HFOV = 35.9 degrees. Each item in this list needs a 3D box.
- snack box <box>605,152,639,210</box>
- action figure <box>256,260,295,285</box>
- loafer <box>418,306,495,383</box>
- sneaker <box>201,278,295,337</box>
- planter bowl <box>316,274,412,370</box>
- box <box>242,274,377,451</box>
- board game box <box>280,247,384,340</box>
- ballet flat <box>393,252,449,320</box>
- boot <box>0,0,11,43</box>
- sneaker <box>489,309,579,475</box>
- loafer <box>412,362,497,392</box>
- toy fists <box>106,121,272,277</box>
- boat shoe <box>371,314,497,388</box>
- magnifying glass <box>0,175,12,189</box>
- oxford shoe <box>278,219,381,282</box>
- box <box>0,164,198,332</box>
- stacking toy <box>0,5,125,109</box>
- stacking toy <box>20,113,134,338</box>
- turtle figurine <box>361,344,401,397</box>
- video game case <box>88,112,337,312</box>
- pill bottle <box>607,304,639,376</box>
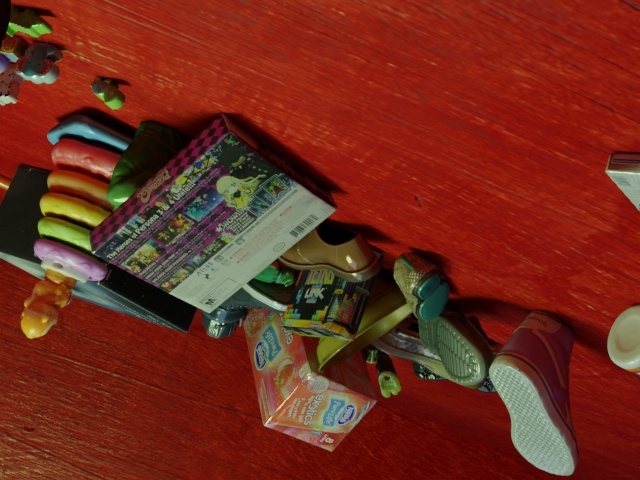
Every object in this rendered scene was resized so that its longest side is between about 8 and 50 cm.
[{"bbox_3d":[0.322,-0.028,0.889,0.064,0.022,0.178,7,161,43],"label":"snack box"},{"bbox_3d":[-0.147,0.019,1.693,0.232,0.063,0.137,28,164,-13],"label":"action figure"},{"bbox_3d":[0.226,0.151,1.556,0.087,0.094,0.251,-8,-164,-10],"label":"loafer"},{"bbox_3d":[-0.135,0.120,1.802,0.226,0.163,0.086,29,-148,35],"label":"sneaker"},{"bbox_3d":[0.062,0.114,1.601,0.090,0.217,0.217,55,173,13],"label":"planter bowl"},{"bbox_3d":[-0.025,0.210,1.782,0.154,0.142,0.300,27,-156,-28],"label":"box"},{"bbox_3d":[0.016,0.077,1.510,0.048,0.141,0.170,25,166,-25],"label":"board game box"},{"bbox_3d":[0.147,0.062,1.457,0.067,0.073,0.206,44,172,21],"label":"ballet flat"},{"bbox_3d":[-0.492,-0.269,0.916,0.260,0.131,0.348,12,165,32],"label":"boot"},{"bbox_3d":[0.357,0.228,1.510,0.102,0.161,0.282,9,137,36],"label":"sneaker"},{"bbox_3d":[0.294,0.251,1.968,0.223,0.076,0.078,5,-163,29],"label":"loafer"},{"bbox_3d":[-0.161,-0.037,1.321,0.096,0.142,0.279,9,163,43],"label":"toy fists"},{"bbox_3d":[0.181,0.174,1.809,0.285,0.089,0.104,24,-167,-2],"label":"boat shoe"},{"bbox_3d":[-0.567,-0.085,2.006,0.231,0.026,0.092,23,167,-19],"label":"magnifying glass"},{"bbox_3d":[0.000,0.000,1.433,0.212,0.076,0.076,9,133,48],"label":"oxford shoe"},{"bbox_3d":[-0.399,0.020,1.827,0.294,0.183,0.296,14,165,30],"label":"box"},{"bbox_3d":[-0.350,-0.206,1.129,0.221,0.052,0.167,13,165,28],"label":"stacking toy"},{"bbox_3d":[-0.332,-0.005,1.354,0.165,0.302,0.175,28,164,-28],"label":"stacking toy"},{"bbox_3d":[0.114,0.212,1.900,0.269,0.087,0.217,10,-153,0],"label":"turtle figurine"},{"bbox_3d":[-0.129,-0.024,1.216,0.210,0.232,0.042,33,-155,-44],"label":"video game case"},{"bbox_3d":[0.448,0.147,1.258,0.152,0.086,0.086,26,166,-21],"label":"pill bottle"}]
